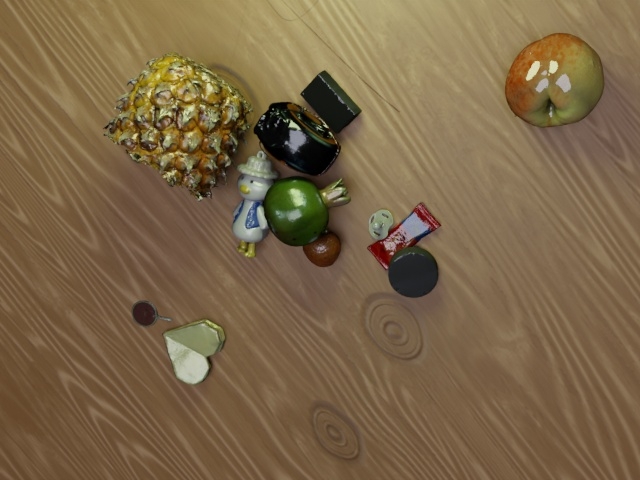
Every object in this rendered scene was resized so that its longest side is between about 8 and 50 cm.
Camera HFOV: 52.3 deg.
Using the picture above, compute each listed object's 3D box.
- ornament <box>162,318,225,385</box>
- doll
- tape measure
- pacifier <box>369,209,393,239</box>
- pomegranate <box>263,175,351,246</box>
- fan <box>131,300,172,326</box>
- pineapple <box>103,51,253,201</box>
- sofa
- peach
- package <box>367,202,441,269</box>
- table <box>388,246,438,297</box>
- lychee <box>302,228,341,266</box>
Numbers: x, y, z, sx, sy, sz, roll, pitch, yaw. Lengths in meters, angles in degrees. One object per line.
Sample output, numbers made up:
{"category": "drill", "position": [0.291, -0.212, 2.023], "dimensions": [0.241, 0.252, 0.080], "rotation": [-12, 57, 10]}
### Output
{"category": "ornament", "position": [-0.392, 0.316, 1.947], "dimensions": [0.180, 0.059, 0.201], "rotation": [28, 105, 5]}
{"category": "doll", "position": [-0.182, -0.100, 1.768], "dimensions": [0.138, 0.119, 0.293], "rotation": [27, 113, 41]}
{"category": "tape measure", "position": [-0.055, -0.264, 1.657], "dimensions": [0.223, 0.202, 0.135], "rotation": [34, 111, -5]}
{"category": "pacifier", "position": [0.153, -0.043, 1.740], "dimensions": [0.068, 0.064, 0.083], "rotation": [31, 108, 21]}
{"category": "pomegranate", "position": [-0.033, -0.086, 1.669], "dimensions": [0.225, 0.187, 0.187], "rotation": [-25, 98, 3]}
{"category": "fan", "position": [-0.510, 0.227, 1.974], "dimensions": [0.134, 0.005, 0.085], "rotation": [11, 105, 10]}
{"category": "pineapple", "position": [-0.338, -0.290, 1.645], "dimensions": [0.352, 0.352, 0.300], "rotation": [37, 98, 1]}
{"category": "sofa", "position": [0.028, -0.361, 1.699], "dimensions": [0.147, 0.060, 0.085], "rotation": [47, 124, -2]}
{"category": "peach", "position": [0.548, -0.380, 1.523], "dimensions": [0.233, 0.232, 0.232], "rotation": [3, 104, 11]}
{"category": "package", "position": [0.223, -0.010, 1.755], "dimensions": [0.200, 0.022, 0.083], "rotation": [-41, 92, 19]}
{"category": "table", "position": [0.249, 0.086, 1.751], "dimensions": [0.134, 0.043, 0.133], "rotation": [3, 112, 7]}
{"category": "lychee", "position": [-0.002, 0.006, 1.764], "dimensions": [0.101, 0.114, 0.140], "rotation": [-33, 114, -6]}
